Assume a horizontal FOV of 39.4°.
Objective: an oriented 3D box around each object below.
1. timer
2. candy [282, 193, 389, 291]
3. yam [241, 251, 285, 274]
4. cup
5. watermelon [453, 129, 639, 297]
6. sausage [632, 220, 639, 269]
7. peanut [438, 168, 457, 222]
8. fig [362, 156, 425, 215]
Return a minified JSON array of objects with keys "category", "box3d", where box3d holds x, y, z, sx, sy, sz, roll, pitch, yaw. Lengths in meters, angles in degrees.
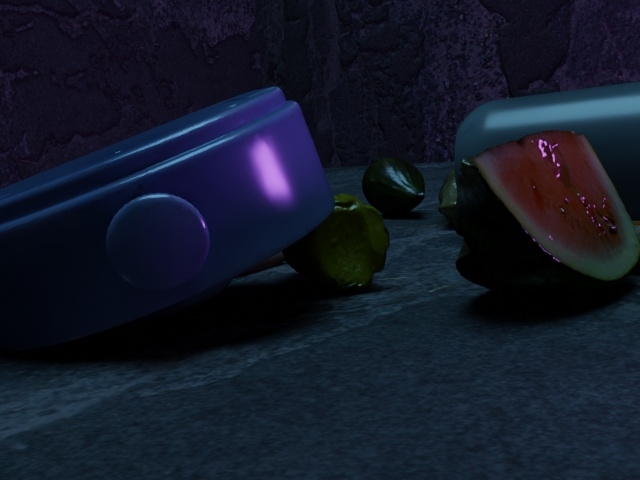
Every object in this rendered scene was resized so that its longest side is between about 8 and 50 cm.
[{"category":"timer","box3d":[-0.167,-0.013,0.880,0.395,0.173,0.395,-19,13,4]},{"category":"candy","box3d":[0.000,0.000,1.030,0.094,0.106,0.199,10,-1,-20]},{"category":"yam","box3d":[-0.080,0.028,1.168,0.021,0.021,0.116,0,10,34]},{"category":"cup","box3d":[0.356,-0.112,1.251,0.312,0.206,0.205,-2,8,23]},{"category":"watermelon","box3d":[0.207,-0.007,0.879,0.128,0.159,0.303,-36,-10,35]},{"category":"sausage","box3d":[0.329,0.005,0.955,0.347,0.053,0.053,2,10,40]},{"category":"peanut","box3d":[0.239,-0.076,1.492,0.099,0.100,0.214,-2,8,18]},{"category":"fig","box3d":[0.146,-0.089,1.652,0.117,0.117,0.177,-7,25,-16]}]
